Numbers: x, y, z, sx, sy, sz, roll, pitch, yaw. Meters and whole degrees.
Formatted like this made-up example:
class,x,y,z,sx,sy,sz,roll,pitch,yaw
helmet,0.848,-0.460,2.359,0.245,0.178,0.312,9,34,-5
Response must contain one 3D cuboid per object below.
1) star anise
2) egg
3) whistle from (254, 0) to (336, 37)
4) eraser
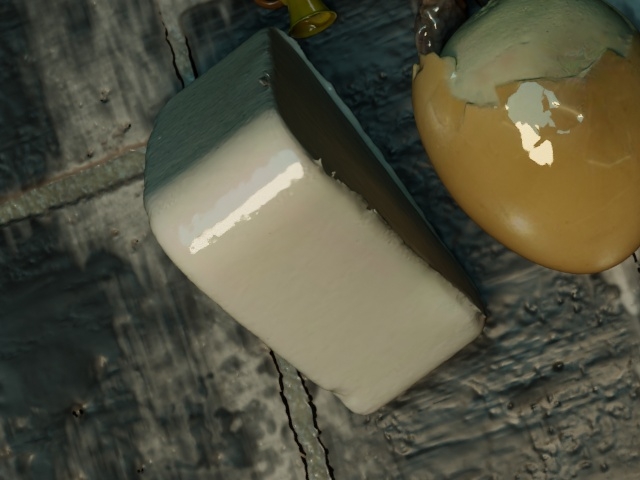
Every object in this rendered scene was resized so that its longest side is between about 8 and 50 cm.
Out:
class,x,y,z,sx,sy,sz,roll,pitch,yaw
star anise,0.108,-0.262,1.533,0.148,0.227,0.219,11,85,21
egg,0.187,-0.090,1.511,0.201,0.201,0.244,-24,94,12
whistle,-0.031,-0.231,1.665,0.046,0.057,0.109,-15,68,-31
eraser,0.000,0.000,1.546,0.150,0.331,0.331,-39,78,11
